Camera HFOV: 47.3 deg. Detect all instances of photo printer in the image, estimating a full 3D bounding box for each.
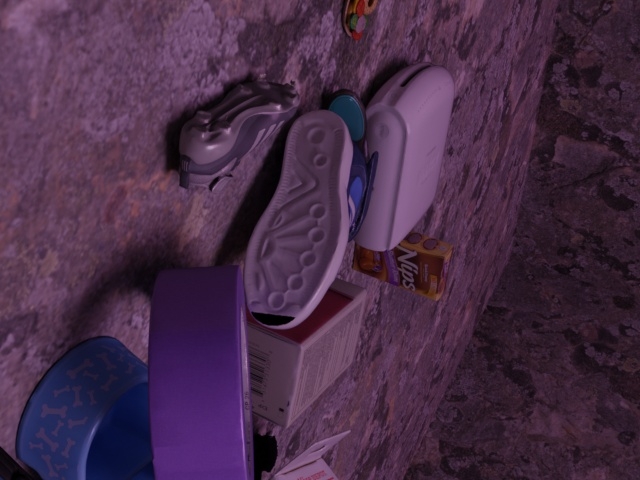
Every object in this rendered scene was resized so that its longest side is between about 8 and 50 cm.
[{"bbox_3d":[0.154,-0.167,1.350,0.256,0.107,0.307,-44,147,-49],"label":"photo printer"}]

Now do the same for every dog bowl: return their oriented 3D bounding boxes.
[{"bbox_3d":[-0.243,0.252,0.808,0.166,0.074,0.297,-34,138,-56],"label":"dog bowl"}]

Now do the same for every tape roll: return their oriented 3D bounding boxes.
[{"bbox_3d":[-0.125,0.166,0.809,0.275,0.090,0.275,177,-90,-87],"label":"tape roll"}]

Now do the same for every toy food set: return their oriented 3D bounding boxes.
[{"bbox_3d":[0.057,-0.341,1.082,0.083,0.020,0.082,-5,113,-67],"label":"toy food set"}]

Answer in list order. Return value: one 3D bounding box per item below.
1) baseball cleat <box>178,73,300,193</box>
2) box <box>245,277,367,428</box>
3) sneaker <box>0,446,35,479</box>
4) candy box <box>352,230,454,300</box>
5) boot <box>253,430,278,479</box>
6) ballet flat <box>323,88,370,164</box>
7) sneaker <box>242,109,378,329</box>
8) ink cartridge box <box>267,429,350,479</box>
[{"bbox_3d":[-0.100,-0.122,0.855,0.206,0.072,0.109,-36,155,-48],"label":"baseball cleat"},{"bbox_3d":[-0.039,0.157,1.142,0.232,0.127,0.149,-32,137,-58],"label":"box"},{"bbox_3d":[-0.258,0.233,0.523,0.139,0.125,0.341,-42,180,-33],"label":"sneaker"},{"bbox_3d":[0.159,0.034,1.429,0.053,0.186,0.109,-46,148,-48],"label":"candy box"},{"bbox_3d":[-0.108,0.388,1.251,0.099,0.045,0.121,34,53,-67],"label":"boot"},{"bbox_3d":[0.044,-0.166,1.155,0.074,0.074,0.203,-55,148,-34],"label":"ballet flat"},{"bbox_3d":[0.000,0.000,1.051,0.236,0.130,0.323,61,38,-64],"label":"sneaker"},{"bbox_3d":[-0.071,0.461,1.146,0.353,0.119,0.207,-44,161,9],"label":"ink cartridge box"}]
